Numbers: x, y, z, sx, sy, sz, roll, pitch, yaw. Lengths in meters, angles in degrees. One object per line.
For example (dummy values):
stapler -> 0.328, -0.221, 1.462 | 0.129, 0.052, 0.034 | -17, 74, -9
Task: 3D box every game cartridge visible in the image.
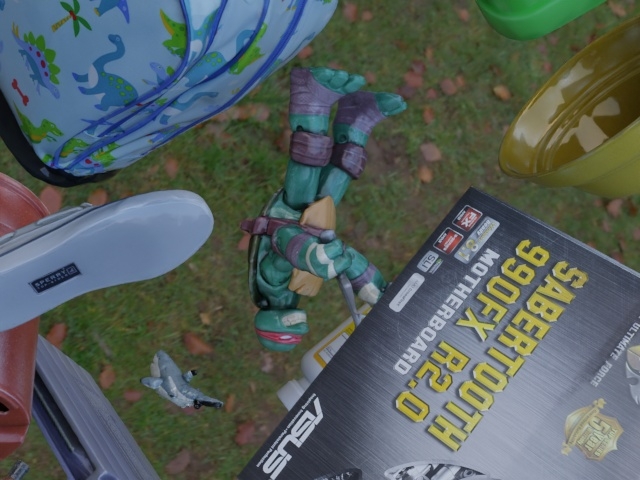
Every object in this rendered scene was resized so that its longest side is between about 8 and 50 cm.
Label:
game cartridge -> -0.307, 0.263, 1.238 | 0.068, 0.355, 0.230 | -38, 142, -10

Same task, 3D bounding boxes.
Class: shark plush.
shark plush -> -0.233, 0.239, 1.558 | 0.067, 0.161, 0.073 | -58, 135, -16

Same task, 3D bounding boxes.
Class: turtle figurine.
turtle figurine -> 0.000, 0.000, 0.682 | 0.175, 0.118, 0.234 | 6, 94, -77

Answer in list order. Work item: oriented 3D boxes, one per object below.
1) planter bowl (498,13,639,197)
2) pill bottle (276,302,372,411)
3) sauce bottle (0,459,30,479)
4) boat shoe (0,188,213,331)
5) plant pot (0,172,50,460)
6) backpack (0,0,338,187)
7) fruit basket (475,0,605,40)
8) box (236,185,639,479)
planter bowl -> 0.269, -0.103, 0.817 | 0.090, 0.217, 0.217 | 45, 55, -17
pill bottle -> 0.049, 0.164, 1.207 | 0.208, 0.117, 0.117 | -40, 100, -7
sauce bottle -> -0.517, 0.414, 1.503 | 0.042, 0.042, 0.128 | 45, 55, -15
boat shoe -> -0.234, 0.000, 0.905 | 0.258, 0.095, 0.084 | -19, 41, -8
plant pot -> -0.424, 0.098, 1.024 | 0.272, 0.272, 0.265 | 14, 41, -31
backpack -> -0.150, -0.213, 0.759 | 0.273, 0.355, 0.290 | -28, 103, -64
fruit basket -> 0.161, -0.337, 0.556 | 0.392, 0.283, 0.392 | 38, 37, -37
box -> 0.092, 0.104, 0.526 | 0.231, 0.183, 0.056 | -50, 145, -9
